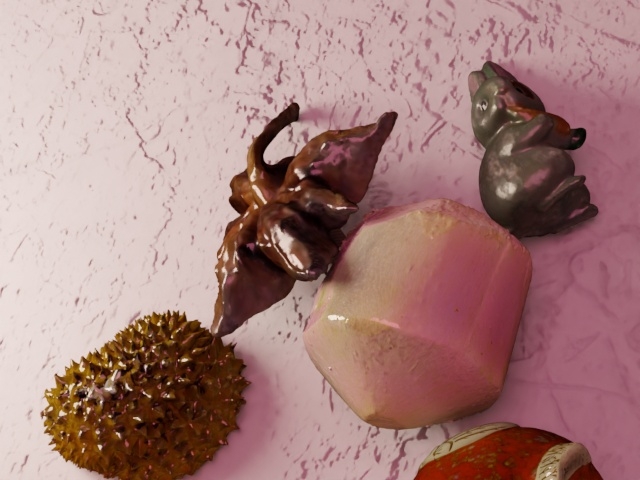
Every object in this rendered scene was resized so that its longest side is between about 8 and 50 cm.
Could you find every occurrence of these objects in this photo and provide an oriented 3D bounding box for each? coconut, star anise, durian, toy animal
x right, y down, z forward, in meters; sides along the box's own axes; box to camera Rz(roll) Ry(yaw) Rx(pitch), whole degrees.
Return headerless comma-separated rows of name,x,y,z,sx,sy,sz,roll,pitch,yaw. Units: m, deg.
coconut,0.101,0.092,1.795,0.233,0.233,0.245,16,67,19
star anise,-0.043,-0.042,1.869,0.292,0.109,0.350,-4,51,47
durian,-0.203,0.182,1.879,0.249,0.138,0.183,-33,57,-7
toy animal,0.223,-0.126,1.898,0.127,0.125,0.251,-12,57,-22

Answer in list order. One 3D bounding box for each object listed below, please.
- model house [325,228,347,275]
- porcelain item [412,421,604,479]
model house,0.000,0.000,1.933,0.057,0.058,0.083,-34,65,0
porcelain item,0.184,0.299,1.679,0.253,0.253,0.253,-5,68,12
